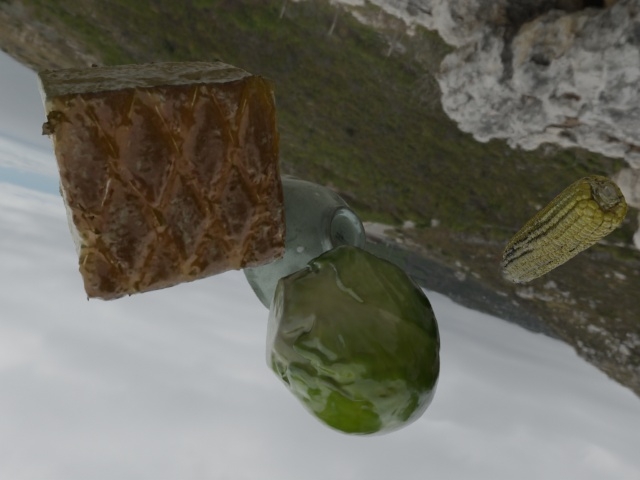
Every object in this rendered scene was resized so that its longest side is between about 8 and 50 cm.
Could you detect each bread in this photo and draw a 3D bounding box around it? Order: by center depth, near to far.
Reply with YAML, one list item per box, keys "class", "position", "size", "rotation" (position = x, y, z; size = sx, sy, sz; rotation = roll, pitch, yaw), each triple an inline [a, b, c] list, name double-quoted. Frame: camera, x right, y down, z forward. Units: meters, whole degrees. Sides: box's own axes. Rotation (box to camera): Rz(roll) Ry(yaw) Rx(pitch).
- class: "bread"
  position: [-0.211, -0.097, 0.765]
  size: [0.279, 0.279, 0.207]
  rotation: [-15, -151, -23]

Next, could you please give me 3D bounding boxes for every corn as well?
- class: "corn"
  position: [0.280, -0.006, 0.668]
  size: [0.072, 0.072, 0.203]
  rotation: [18, 152, -4]

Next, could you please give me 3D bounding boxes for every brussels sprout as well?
- class: "brussels sprout"
  position: [0.027, 0.084, 0.451]
  size: [0.155, 0.155, 0.117]
  rotation: [18, 144, -14]

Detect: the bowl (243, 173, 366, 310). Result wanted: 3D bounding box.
- class: "bowl"
  position: [0.000, 0.000, 1.104]
  size: [0.146, 0.313, 0.313]
  rotation: [-17, 156, 40]
